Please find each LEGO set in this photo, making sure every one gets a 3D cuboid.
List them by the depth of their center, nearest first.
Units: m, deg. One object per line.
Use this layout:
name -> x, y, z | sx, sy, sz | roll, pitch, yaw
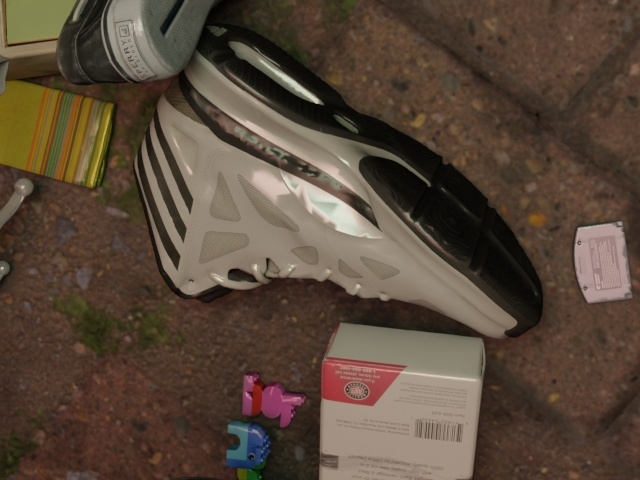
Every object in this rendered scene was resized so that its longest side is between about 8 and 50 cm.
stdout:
LEGO set -> -0.052, 0.271, 1.002 | 0.093, 0.087, 0.227 | 5, 97, 10

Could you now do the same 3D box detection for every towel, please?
towel -> -0.356, -0.137, 1.054 | 0.237, 0.021, 0.102 | 15, 92, 9

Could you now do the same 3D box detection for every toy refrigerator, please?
toy refrigerator -> -0.305, -0.242, 0.989 | 0.269, 0.094, 0.102 | -5, 87, 10

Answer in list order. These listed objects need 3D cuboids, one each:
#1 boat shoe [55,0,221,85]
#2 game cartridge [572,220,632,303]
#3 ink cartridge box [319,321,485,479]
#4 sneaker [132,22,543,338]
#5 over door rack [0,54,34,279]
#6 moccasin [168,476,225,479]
boat shoe -> -0.157, -0.262, 0.868 | 0.119, 0.335, 0.121 | -4, 127, 20
game cartridge -> 0.296, 0.023, 0.952 | 0.056, 0.017, 0.083 | -8, 94, 7
ink cartridge box -> 0.083, 0.206, 0.940 | 0.158, 0.092, 0.218 | 6, 113, 10
sneaker -> 0.000, -0.001, 0.959 | 0.447, 0.169, 0.257 | 37, 119, -1
over door rack -> -0.440, -0.115, 0.985 | 0.239, 0.108, 0.324 | 24, 131, 8
moccasin -> -0.066, 0.345, 0.909 | 0.147, 0.380, 0.139 | -27, 50, 20
